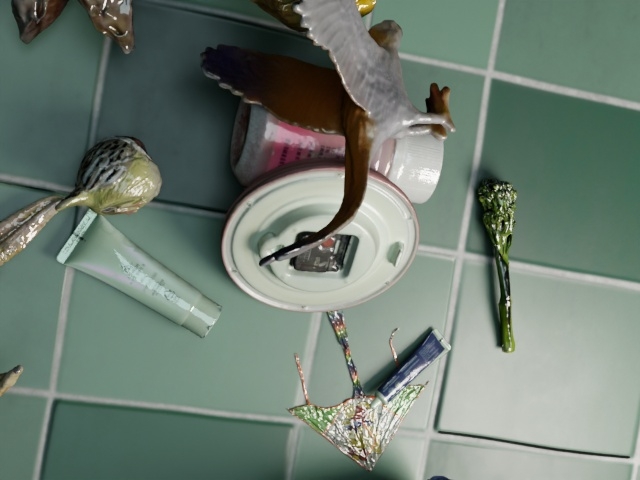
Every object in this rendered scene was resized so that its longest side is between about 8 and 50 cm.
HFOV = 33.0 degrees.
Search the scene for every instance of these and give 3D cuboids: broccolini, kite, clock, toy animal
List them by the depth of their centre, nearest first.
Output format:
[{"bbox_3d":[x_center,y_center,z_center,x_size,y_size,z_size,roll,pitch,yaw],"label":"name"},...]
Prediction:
[{"bbox_3d":[0.047,-0.123,1.182,0.302,0.225,0.284,-3,76,-36],"label":"toy animal"},{"bbox_3d":[-0.257,-0.078,1.281,0.137,0.098,0.098,-8,94,-34],"label":"toy animal"},{"bbox_3d":[0.000,0.001,1.307,0.244,0.056,0.244,-2,135,-2],"label":"clock"},{"bbox_3d":[0.049,0.187,1.421,0.198,0.006,0.244,-12,95,-14],"label":"kite"},{"bbox_3d":[0.248,0.034,1.453,0.054,0.051,0.239,-16,100,-59],"label":"broccolini"}]

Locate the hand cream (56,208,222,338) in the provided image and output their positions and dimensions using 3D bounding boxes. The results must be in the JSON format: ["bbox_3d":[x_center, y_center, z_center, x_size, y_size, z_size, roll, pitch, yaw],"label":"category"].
[{"bbox_3d":[-0.217,0.047,1.324,0.205,0.050,0.078,34,85,-9],"label":"hand cream"}]

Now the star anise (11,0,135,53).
[{"bbox_3d":[-0.277,-0.376,1.228,0.332,0.117,0.331,0,91,3],"label":"star anise"}]

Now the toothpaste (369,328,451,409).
[{"bbox_3d":[0.115,0.174,1.425,0.140,0.021,0.037,-41,101,-18],"label":"toothpaste"}]

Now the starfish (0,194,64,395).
[{"bbox_3d":[-0.502,0.057,1.207,0.398,0.132,0.383,22,79,-2],"label":"starfish"}]

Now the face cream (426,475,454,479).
[{"bbox_3d":[0.095,0.431,1.321,0.225,0.249,0.249,-11,95,-20],"label":"face cream"}]

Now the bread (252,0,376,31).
[{"bbox_3d":[-0.035,-0.344,1.265,0.139,0.240,0.240,-40,101,-5],"label":"bread"}]

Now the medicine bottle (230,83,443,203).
[{"bbox_3d":[0.020,-0.115,1.333,0.247,0.147,0.147,9,90,-15],"label":"medicine bottle"}]
